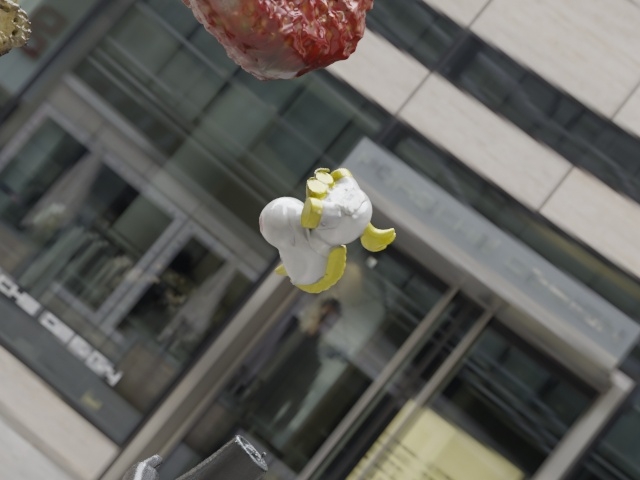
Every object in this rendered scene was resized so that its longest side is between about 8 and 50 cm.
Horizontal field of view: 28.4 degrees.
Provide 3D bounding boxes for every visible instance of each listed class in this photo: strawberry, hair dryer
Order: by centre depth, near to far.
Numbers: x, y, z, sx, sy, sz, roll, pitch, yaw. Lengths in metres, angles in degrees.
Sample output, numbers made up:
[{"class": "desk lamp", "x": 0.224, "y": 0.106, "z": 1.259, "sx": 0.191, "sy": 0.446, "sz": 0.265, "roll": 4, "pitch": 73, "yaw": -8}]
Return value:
[{"class": "strawberry", "x": -0.076, "y": -0.327, "z": 1.295, "sx": 0.312, "sy": 0.351, "sz": 0.267, "roll": 6, "pitch": -22, "yaw": -43}, {"class": "hair dryer", "x": -0.166, "y": 0.254, "z": 1.310, "sx": 0.091, "sy": 0.235, "sz": 0.271, "roll": 47, "pitch": 1, "yaw": -19}]

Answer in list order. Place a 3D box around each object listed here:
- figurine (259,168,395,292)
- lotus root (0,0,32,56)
[{"class": "figurine", "x": -0.007, "y": -0.004, "z": 1.531, "sx": 0.129, "sy": 0.109, "sz": 0.178, "roll": 46, "pitch": -53, "yaw": -14}, {"class": "lotus root", "x": -0.498, "y": -0.298, "z": 1.616, "sx": 0.314, "sy": 0.169, "sz": 0.141, "roll": 14, "pitch": -44, "yaw": 41}]
